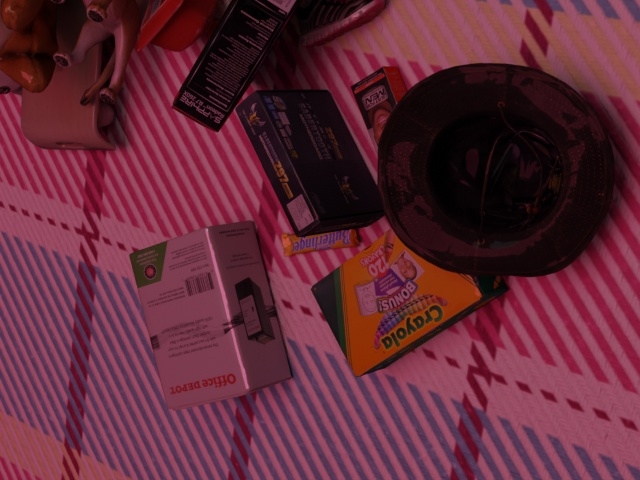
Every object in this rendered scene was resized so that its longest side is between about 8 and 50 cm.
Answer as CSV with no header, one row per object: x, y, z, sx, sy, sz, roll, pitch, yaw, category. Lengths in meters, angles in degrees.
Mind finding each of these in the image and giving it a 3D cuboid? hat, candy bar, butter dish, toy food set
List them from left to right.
-0.460,-0.325,2.183,0.220,0.092,0.306,5,92,39,toy food set
-0.225,-0.389,1.968,0.160,0.118,0.160,-36,34,41,butter dish
0.000,0.000,1.900,0.161,0.018,0.040,-7,92,39,candy bar
0.251,-0.106,1.618,0.331,0.134,0.331,6,108,19,hat

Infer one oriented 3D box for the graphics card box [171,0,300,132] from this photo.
-0.085,-0.367,1.782,0.094,0.233,0.371,31,119,-6,graphics card box

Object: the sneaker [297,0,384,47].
0.024,-0.363,1.803,0.170,0.063,0.074,-19,90,43,sneaker

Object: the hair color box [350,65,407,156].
0.107,-0.190,1.775,0.072,0.043,0.141,-28,79,36,hair color box

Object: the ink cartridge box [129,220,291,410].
-0.194,0.132,2.002,0.211,0.121,0.289,-17,86,38,ink cartridge box

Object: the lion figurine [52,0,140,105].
-0.360,-0.421,1.960,0.142,0.240,0.392,22,149,-2,lion figurine

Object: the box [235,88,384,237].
-0.011,-0.124,1.787,0.059,0.183,0.232,-34,74,35,box

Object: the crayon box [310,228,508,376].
0.131,0.075,1.767,0.278,0.081,0.165,-37,73,35,crayon box

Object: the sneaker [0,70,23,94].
-0.686,-0.447,2.297,0.122,0.146,0.330,-34,74,37,sneaker

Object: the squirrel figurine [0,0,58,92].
-0.529,-0.514,1.983,0.281,0.397,0.370,21,125,-4,squirrel figurine
